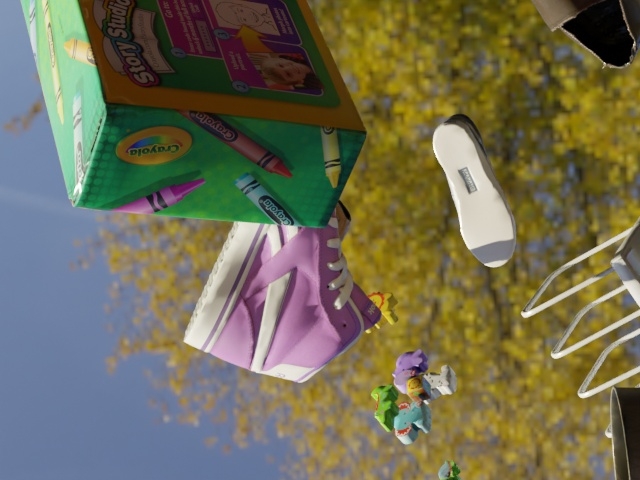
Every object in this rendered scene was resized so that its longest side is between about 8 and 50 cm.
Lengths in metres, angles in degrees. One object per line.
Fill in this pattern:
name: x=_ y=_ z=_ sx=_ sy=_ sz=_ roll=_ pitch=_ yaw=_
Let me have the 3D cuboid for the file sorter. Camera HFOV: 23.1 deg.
file sorter: x=0.420 y=0.139 z=2.032 sx=0.173 sy=0.278 sz=0.193 roll=-33 pitch=-176 yaw=31

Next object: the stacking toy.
stacking toy: x=0.106 y=0.189 z=1.890 sx=0.052 sy=0.167 sz=0.221 roll=-24 pitch=-143 yaw=21

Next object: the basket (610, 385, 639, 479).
basket: x=0.381 y=0.198 z=1.396 sx=0.226 sy=0.154 sz=0.204 roll=-5 pitch=171 yaw=6

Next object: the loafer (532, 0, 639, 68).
loafer: x=0.190 y=-0.206 z=1.200 sx=0.080 sy=0.220 sz=0.078 roll=-32 pitch=-135 yaw=31

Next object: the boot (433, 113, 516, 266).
boot: x=0.197 y=-0.066 z=1.933 sx=0.069 sy=0.190 sz=0.086 roll=-16 pitch=-170 yaw=18

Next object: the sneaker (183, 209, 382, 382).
sneaker: x=0.000 y=0.000 z=1.441 sx=0.161 sy=0.282 sz=0.102 roll=23 pitch=-159 yaw=-4

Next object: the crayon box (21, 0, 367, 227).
crayon box: x=-0.094 y=-0.133 z=0.999 sx=0.165 sy=0.081 sz=0.278 roll=5 pitch=-139 yaw=-25

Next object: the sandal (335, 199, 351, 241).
sandal: x=0.008 y=-0.034 z=1.645 sx=0.049 sy=0.072 sz=0.180 roll=-5 pitch=-116 yaw=21
